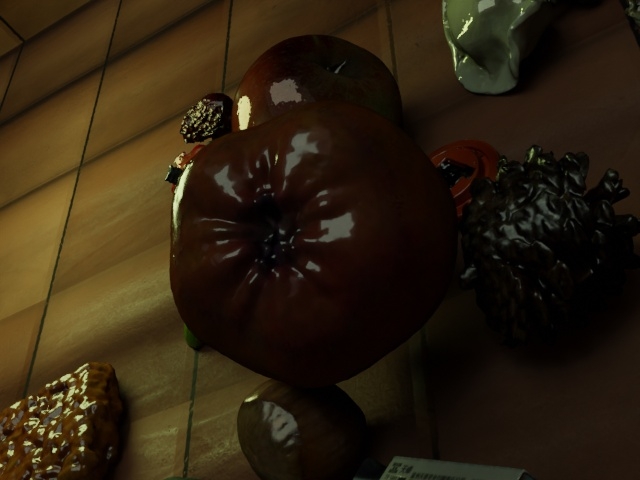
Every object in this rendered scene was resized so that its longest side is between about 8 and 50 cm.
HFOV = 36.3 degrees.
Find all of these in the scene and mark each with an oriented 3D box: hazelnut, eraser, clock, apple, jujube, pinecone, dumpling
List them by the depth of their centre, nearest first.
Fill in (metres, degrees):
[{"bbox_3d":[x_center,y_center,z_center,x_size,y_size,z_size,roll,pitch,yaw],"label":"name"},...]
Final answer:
[{"bbox_3d":[0.160,0.353,1.283,0.098,0.096,0.404,-55,13,-22],"label":"eraser"},{"bbox_3d":[0.341,0.005,1.474,0.296,0.242,0.298,-36,46,10],"label":"pinecone"},{"bbox_3d":[-0.030,0.307,1.571,0.214,0.176,0.214,4,44,-4],"label":"hazelnut"},{"bbox_3d":[0.244,-0.108,1.825,0.205,0.051,0.205,-25,40,22],"label":"clock"},{"bbox_3d":[-0.011,-0.247,1.974,0.349,0.348,0.277,-104,25,-49],"label":"apple"},{"bbox_3d":[0.353,-0.420,1.981,0.318,0.187,0.243,-138,55,-60],"label":"dumpling"},{"bbox_3d":[-0.266,-0.292,2.316,0.165,0.104,0.104,-16,44,36],"label":"jujube"}]

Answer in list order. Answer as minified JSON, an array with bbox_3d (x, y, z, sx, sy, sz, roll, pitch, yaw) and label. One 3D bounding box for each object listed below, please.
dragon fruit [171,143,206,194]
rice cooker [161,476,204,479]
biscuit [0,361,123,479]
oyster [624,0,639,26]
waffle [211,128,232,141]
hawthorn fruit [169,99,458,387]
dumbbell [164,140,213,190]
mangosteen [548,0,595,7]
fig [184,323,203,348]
[{"bbox_3d":[-0.228,-0.113,2.123,0.268,0.210,0.205,36,118,43],"label":"dragon fruit"},{"bbox_3d":[-0.158,0.501,1.414,0.277,0.288,0.288,4,57,45],"label":"rice cooker"},{"bbox_3d":[-0.539,0.409,1.963,0.312,0.110,0.318,-28,40,14],"label":"biscuit"},{"bbox_3d":[0.618,-0.437,1.818,0.108,0.053,0.166,-44,43,14],"label":"oyster"},{"bbox_3d":[-0.148,-0.261,2.305,0.329,0.062,0.329,-25,41,24],"label":"waffle"},{"bbox_3d":[0.000,0.000,1.534,0.471,0.472,0.472,-24,41,22],"label":"hawthorn fruit"},{"bbox_3d":[-0.095,-0.050,1.816,0.179,0.406,0.179,-158,90,-76],"label":"dumbbell"},{"bbox_3d":[0.505,-0.560,1.956,0.199,0.200,0.200,-24,41,22],"label":"mangosteen"},{"bbox_3d":[-0.218,0.090,1.960,0.275,0.206,0.206,-62,36,12],"label":"fig"}]
